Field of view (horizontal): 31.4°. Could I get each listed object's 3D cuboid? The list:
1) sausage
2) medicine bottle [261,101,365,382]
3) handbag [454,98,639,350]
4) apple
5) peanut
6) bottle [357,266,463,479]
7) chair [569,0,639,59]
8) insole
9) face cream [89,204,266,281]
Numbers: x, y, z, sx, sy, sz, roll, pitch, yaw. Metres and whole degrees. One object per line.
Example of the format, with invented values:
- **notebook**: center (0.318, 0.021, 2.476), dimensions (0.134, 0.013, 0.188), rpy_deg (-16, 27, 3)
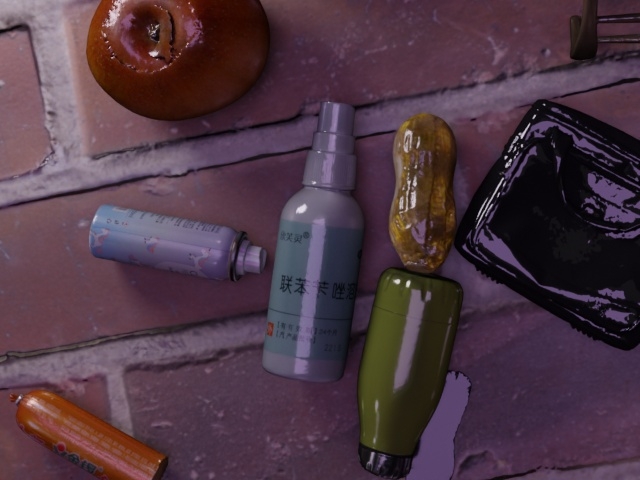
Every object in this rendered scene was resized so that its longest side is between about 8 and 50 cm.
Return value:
- **sausage**: center (-0.322, 0.268, 1.538), dimensions (0.234, 0.071, 0.071), rpy_deg (27, 96, 8)
- **medicine bottle**: center (0.000, 0.000, 1.454), dimensions (0.110, 0.110, 0.351), rpy_deg (9, 93, 9)
- **handbag**: center (0.331, -0.022, 1.414), dimensions (0.275, 0.088, 0.244), rpy_deg (31, 93, 9)
- **apple**: center (-0.186, -0.256, 1.447), dimensions (0.235, 0.173, 0.210), rpy_deg (-31, 86, 10)
- **peanut**: center (0.129, -0.060, 1.431), dimensions (0.087, 0.087, 0.206), rpy_deg (0, 77, 10)
- **bottle**: center (0.104, 0.169, 1.441), dimensions (0.112, 0.112, 0.260), rpy_deg (12, 94, 9)
- **chair**: center (0.420, -0.316, 1.339), dimensions (0.272, 0.188, 0.166), rpy_deg (-9, 90, 7)
- **insole**: center (0.153, 0.261, 1.489), dimensions (0.064, 0.004, 0.188), rpy_deg (17, 94, 8)
- **face cream**: center (-0.186, 0.007, 1.504), dimensions (0.229, 0.075, 0.075), rpy_deg (10, 93, 10)
